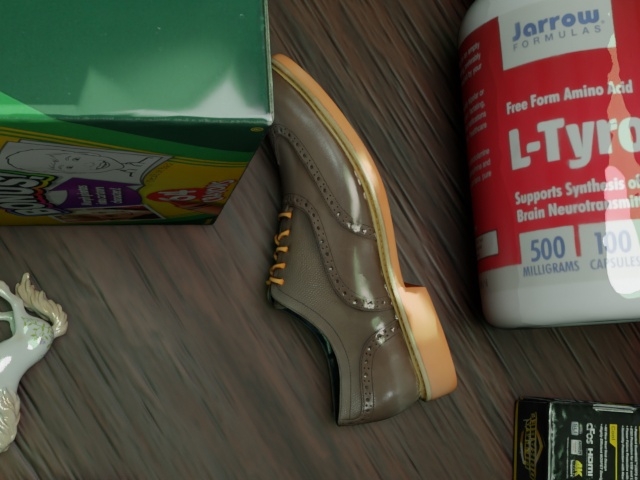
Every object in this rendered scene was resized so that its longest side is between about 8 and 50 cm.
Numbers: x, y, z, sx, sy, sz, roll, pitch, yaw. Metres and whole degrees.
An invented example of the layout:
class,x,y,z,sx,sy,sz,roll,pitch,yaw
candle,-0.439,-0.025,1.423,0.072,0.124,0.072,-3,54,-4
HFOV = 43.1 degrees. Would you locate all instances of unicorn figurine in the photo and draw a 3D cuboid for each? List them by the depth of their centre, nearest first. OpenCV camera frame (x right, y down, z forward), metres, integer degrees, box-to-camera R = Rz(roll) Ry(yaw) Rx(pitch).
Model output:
class,x,y,z,sx,sy,sz,roll,pitch,yaw
unicorn figurine,-0.286,0.112,0.712,0.111,0.060,0.162,40,75,-4

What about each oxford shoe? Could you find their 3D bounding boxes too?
class,x,y,z,sx,sy,sz,roll,pitch,yaw
oxford shoe,0.000,0.000,0.765,0.133,0.130,0.363,-23,86,-8

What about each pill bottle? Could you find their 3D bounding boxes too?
class,x,y,z,sx,sy,sz,roll,pitch,yaw
pill bottle,0.254,-0.123,0.787,0.229,0.229,0.407,-2,82,-13

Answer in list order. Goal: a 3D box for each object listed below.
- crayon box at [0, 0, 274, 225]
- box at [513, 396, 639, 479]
class,x,y,z,sx,sy,sz,roll,pitch,yaw
crayon box,-0.220,-0.083,0.601,0.313,0.363,0.106,-2,82,-13
box,0.323,0.327,0.810,0.257,0.079,0.322,6,80,-14
